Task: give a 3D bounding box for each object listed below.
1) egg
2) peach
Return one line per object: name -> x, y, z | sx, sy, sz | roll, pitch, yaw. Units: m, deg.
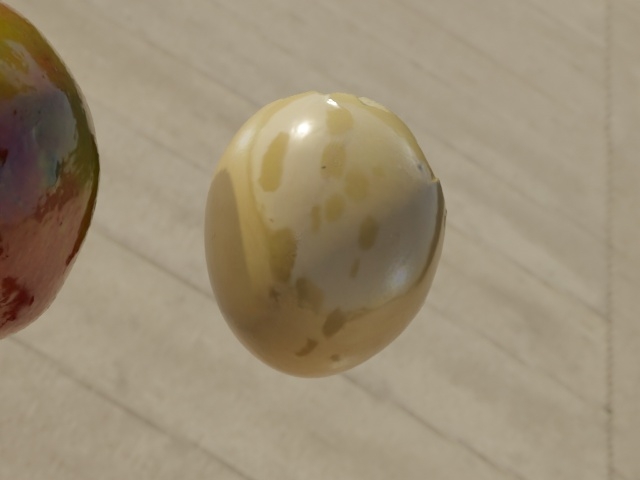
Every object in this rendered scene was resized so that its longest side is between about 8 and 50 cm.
egg -> 0.000, 0.000, 1.489 | 0.201, 0.201, 0.244 | 25, 54, -18
peach -> -0.244, -0.044, 1.111 | 0.231, 0.231, 0.231 | 27, 23, -12
